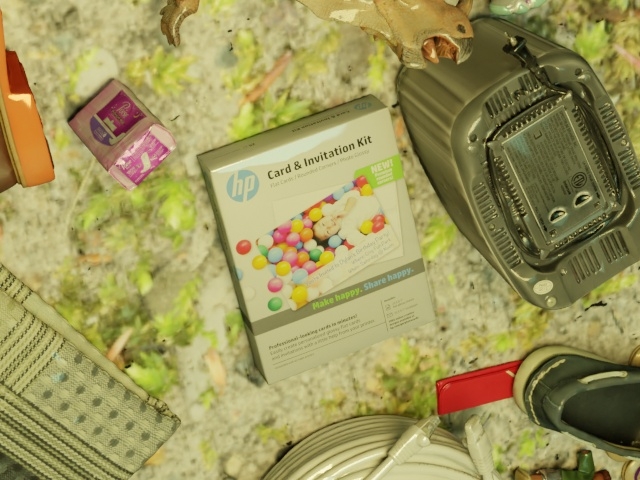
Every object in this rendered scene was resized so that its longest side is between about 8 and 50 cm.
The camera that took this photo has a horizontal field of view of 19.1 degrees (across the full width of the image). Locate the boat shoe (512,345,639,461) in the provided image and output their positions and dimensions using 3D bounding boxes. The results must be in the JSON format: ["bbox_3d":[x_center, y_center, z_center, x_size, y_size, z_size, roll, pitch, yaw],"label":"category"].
[{"bbox_3d":[0.282,0.143,1.565,0.255,0.079,0.095,17,103,-25],"label":"boat shoe"}]

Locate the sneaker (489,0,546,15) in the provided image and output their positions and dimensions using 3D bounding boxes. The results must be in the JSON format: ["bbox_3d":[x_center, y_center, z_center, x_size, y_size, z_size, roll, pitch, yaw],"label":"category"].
[{"bbox_3d":[0.158,-0.214,1.411,0.098,0.038,0.069,-32,118,-17],"label":"sneaker"}]

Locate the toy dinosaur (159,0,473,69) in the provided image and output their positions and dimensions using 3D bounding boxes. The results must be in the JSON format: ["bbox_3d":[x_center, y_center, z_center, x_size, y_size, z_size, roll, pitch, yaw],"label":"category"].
[{"bbox_3d":[-0.018,-0.247,1.284,0.200,0.127,0.295,-20,105,-21],"label":"toy dinosaur"}]

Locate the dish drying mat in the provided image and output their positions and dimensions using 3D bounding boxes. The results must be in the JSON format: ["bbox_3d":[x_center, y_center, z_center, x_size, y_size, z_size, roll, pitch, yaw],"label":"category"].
[{"bbox_3d":[0.134,0.120,1.551,0.083,0.008,0.032,-13,116,-17],"label":"dish drying mat"}]

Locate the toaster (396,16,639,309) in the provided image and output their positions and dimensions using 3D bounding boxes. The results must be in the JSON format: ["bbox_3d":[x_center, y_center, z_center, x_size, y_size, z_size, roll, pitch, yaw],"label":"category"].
[{"bbox_3d":[0.143,-0.069,1.398,0.129,0.146,0.227,-34,120,-7],"label":"toaster"}]

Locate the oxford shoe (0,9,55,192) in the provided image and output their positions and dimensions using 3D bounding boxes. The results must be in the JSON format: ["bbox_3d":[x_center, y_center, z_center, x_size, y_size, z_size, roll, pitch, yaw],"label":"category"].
[{"bbox_3d":[-0.256,-0.143,1.243,0.098,0.097,0.271,-19,117,-7],"label":"oxford shoe"}]

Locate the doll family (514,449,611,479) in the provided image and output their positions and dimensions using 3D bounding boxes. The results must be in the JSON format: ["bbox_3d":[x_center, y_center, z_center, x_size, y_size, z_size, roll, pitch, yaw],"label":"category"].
[{"bbox_3d":[0.211,0.275,1.612,0.111,0.076,0.193,2,115,-27],"label":"doll family"}]

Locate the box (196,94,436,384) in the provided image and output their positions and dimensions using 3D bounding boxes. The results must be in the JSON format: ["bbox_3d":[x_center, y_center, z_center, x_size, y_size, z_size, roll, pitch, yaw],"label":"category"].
[{"bbox_3d":[0.000,0.000,1.433,0.145,0.038,0.186,-20,116,-13],"label":"box"}]

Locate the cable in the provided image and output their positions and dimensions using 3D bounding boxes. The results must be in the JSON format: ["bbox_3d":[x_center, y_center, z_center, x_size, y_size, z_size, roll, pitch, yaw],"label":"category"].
[{"bbox_3d":[0.042,0.266,1.530,0.257,0.089,0.257,-29,119,-8],"label":"cable"}]

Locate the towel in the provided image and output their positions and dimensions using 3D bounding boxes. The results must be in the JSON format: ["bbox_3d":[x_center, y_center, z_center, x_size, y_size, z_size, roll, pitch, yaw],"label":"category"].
[{"bbox_3d":[-0.314,0.147,1.370,0.312,0.056,0.324,-45,122,4],"label":"towel"}]

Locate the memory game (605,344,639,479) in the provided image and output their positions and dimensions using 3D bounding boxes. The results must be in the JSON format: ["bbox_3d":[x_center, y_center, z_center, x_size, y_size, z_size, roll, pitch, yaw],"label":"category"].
[{"bbox_3d":[0.327,0.145,1.635,0.186,0.012,0.186,-8,113,-18],"label":"memory game"}]

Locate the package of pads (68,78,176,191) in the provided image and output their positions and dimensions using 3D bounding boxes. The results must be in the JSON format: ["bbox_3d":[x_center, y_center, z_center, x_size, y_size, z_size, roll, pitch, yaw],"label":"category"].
[{"bbox_3d":[-0.138,-0.075,1.321,0.050,0.083,0.032,-45,130,1],"label":"package of pads"}]
